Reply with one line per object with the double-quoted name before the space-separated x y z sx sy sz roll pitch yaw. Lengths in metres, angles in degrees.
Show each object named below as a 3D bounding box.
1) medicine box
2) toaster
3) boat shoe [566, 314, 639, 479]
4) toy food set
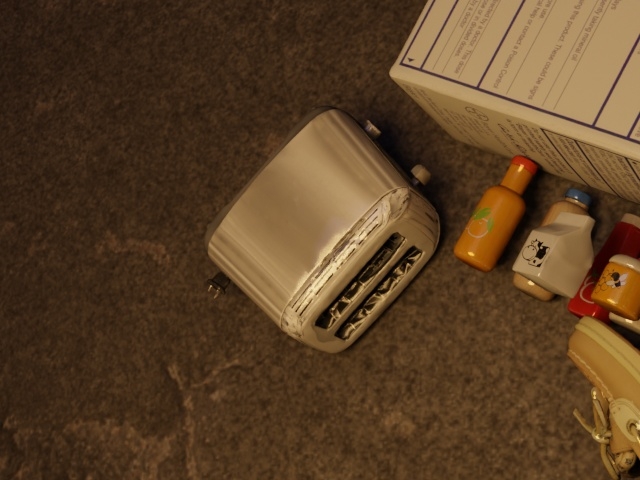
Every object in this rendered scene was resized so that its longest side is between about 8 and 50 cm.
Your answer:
"medicine box" 0.254 -0.186 1.050 0.289 0.149 0.263 25 84 35
"toaster" 0.000 0.000 1.141 0.227 0.129 0.146 -48 56 4
"boat shoe" 0.263 0.177 0.922 0.089 0.104 0.285 -40 56 8
"toy food set" 0.217 0.002 1.008 0.104 0.111 0.232 -62 23 -5
